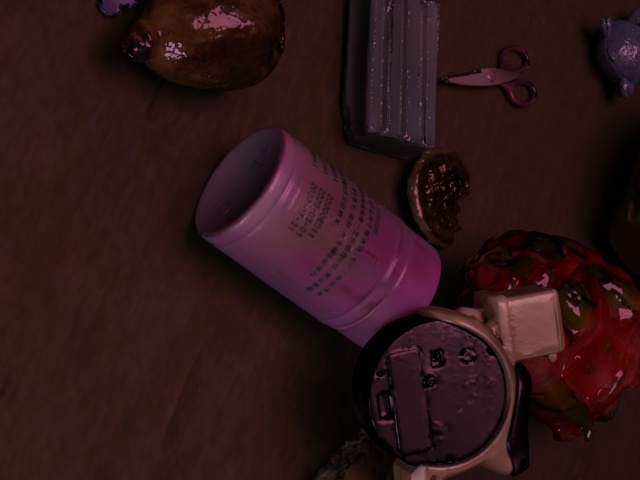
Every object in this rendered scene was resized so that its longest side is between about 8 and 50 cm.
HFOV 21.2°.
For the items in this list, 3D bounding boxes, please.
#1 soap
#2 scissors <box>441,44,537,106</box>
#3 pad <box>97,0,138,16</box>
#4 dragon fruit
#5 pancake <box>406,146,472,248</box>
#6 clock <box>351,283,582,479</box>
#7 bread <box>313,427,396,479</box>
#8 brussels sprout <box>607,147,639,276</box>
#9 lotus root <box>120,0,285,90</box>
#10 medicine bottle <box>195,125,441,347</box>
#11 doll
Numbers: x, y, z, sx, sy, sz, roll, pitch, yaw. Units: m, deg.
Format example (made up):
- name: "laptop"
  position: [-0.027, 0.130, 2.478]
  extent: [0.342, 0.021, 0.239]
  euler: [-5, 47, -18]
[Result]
- name: "soap"
  position: [0.087, -0.209, 2.116]
  extent: [0.114, 0.063, 0.198]
  euler: [15, 70, -36]
- name: "scissors"
  position: [0.223, -0.215, 2.257]
  extent: [0.176, 0.022, 0.085]
  euler: [-8, 86, -43]
- name: "pad"
  position: [-0.187, -0.422, 1.904]
  extent: [0.270, 0.012, 0.269]
  euler: [-32, 101, -15]
- name: "dragon fruit"
  position: [0.283, 0.115, 2.103]
  extent: [0.303, 0.237, 0.231]
  euler: [30, 83, -43]
- name: "pancake"
  position: [0.148, -0.057, 2.149]
  extent: [0.116, 0.022, 0.129]
  euler: [31, 63, -44]
- name: "clock"
  position: [0.181, 0.252, 1.916]
  extent: [0.276, 0.120, 0.379]
  euler: [-13, 99, -14]
- name: "bread"
  position: [0.033, 0.328, 1.946]
  extent: [0.172, 0.064, 0.232]
  euler: [8, 74, -41]
- name: "brussels sprout"
  position: [0.562, -0.062, 2.340]
  extent: [0.355, 0.281, 0.289]
  euler: [-32, 139, -24]
- name: "lotus root"
  position: [-0.130, -0.233, 1.903]
  extent: [0.214, 0.138, 0.138]
  euler: [-5, 83, -37]
- name: "medicine bottle"
  position: [0.000, 0.000, 1.939]
  extent: [0.254, 0.152, 0.152]
  euler: [37, 59, -28]
- name: "doll"
  position: [0.460, -0.278, 2.432]
  extent: [0.180, 0.075, 0.120]
  euler: [-25, 99, -40]
